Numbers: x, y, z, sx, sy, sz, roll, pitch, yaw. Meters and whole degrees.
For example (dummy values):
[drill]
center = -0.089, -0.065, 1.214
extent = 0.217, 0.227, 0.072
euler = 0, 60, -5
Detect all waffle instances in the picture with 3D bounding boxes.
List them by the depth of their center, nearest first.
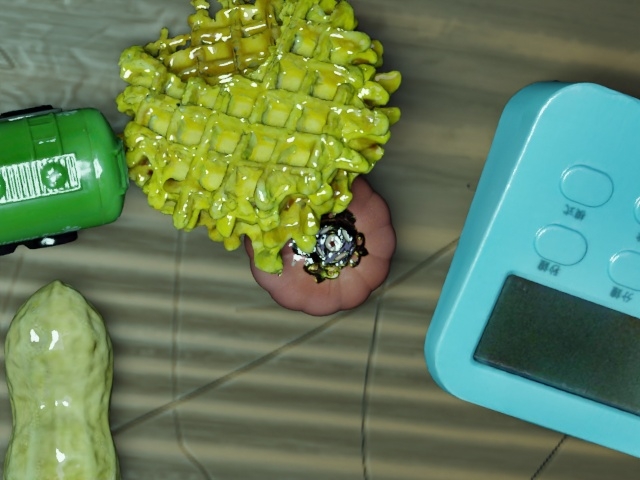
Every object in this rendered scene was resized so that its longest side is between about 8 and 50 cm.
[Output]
[waffle]
center = -0.047, -0.090, 1.220
extent = 0.193, 0.070, 0.197
euler = -43, 65, -7

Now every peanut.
[peanut]
center = -0.180, 0.123, 1.238
extent = 0.089, 0.089, 0.193
euler = -5, 95, -10

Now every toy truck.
[toy truck]
center = -0.250, -0.030, 1.196
extent = 0.242, 0.125, 0.101
euler = -11, 97, -9

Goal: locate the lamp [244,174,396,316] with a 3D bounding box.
[lamp]
center = 0.000, 0.000, 1.260
extent = 0.107, 0.092, 0.107
euler = -1, 94, -11

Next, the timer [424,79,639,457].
[timer]
center = 0.218, 0.028, 1.308
extent = 0.232, 0.091, 0.250
euler = 18, 94, -12
